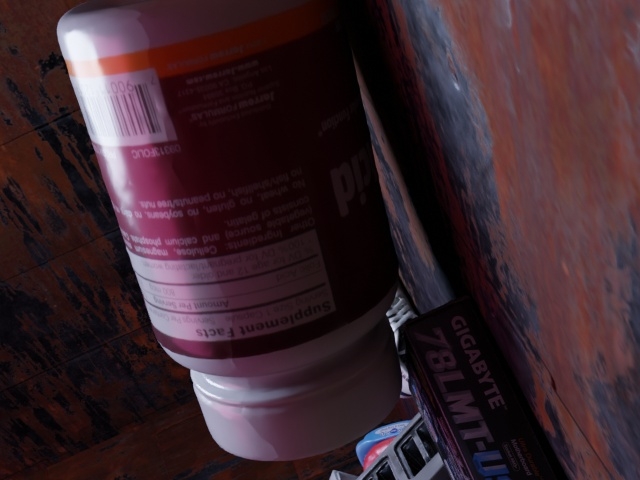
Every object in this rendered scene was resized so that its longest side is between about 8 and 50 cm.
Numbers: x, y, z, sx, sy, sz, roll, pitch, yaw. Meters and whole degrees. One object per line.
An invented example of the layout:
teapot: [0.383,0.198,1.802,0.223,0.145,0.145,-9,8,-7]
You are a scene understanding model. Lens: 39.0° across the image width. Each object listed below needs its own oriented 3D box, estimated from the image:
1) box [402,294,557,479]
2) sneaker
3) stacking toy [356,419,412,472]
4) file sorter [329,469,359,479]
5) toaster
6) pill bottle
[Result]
box: [0.166,0.227,0.842,0.293,0.073,0.296,74,172,-69]
sneaker: [0.098,0.102,1.248,0.235,0.090,0.095,62,165,10]
stacking toy: [0.166,0.501,1.682,0.302,0.175,0.166,-89,-22,-54]
file sorter: [0.129,0.474,1.258,0.193,0.277,0.173,-122,53,-72]
toaster: [0.132,0.312,1.112,0.110,0.168,0.186,40,-175,-15]
pill bottle: [-0.057,-0.026,0.774,0.224,0.223,0.392,-119,14,-68]
